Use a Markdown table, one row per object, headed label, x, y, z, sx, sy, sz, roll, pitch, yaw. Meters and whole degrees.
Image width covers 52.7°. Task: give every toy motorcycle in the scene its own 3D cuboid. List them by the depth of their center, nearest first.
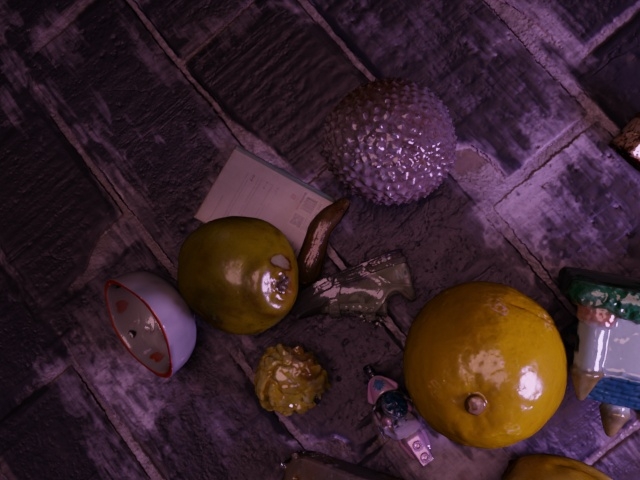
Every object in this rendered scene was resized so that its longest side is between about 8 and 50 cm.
| label | x | y | z | sx | sy | sz | roll | pitch | yaw |
| --- | --- | --- | --- | --- | --- | --- | --- | --- | --- |
| toy motorcycle | 0.164 | 0.375 | 1.372 | 0.239 | 0.204 | 0.108 | 42 | 84 | 8 |

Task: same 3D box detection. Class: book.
| label | x | y | z | sx | sy | sz | roll | pitch | yaw |
| --- | --- | --- | --- | --- | --- | --- | --- | --- | --- |
| book | -0.136 | -0.076 | 1.552 | 0.283 | 0.025 | 0.215 | 31 | 89 | 10 |

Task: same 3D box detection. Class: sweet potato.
| label | x | y | z | sx | sy | sz | roll | pitch | yaw |
| --- | --- | --- | --- | --- | --- | --- | --- | --- | --- |
| sweet potato | -0.002 | -0.003 | 1.498 | 0.062 | 0.081 | 0.233 | 24 | 88 | 28 |

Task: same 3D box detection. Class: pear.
| label | x | y | z | sx | sy | sz | roll | pitch | yaw |
| --- | --- | --- | --- | --- | --- | --- | --- | --- | --- |
| pear | -0.178 | 0.076 | 1.414 | 0.321 | 0.269 | 0.269 | 19 | 87 | 44 |

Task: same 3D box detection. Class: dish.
| label | x | y | z | sx | sy | sz | roll | pitch | yaw |
| --- | --- | --- | --- | --- | --- | --- | --- | --- | --- |
| dish | -0.372 | 0.176 | 1.477 | 0.117 | 0.256 | 0.256 | -34 | 77 | -38 |

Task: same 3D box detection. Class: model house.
| label | x | y | z | sx | sy | sz | roll | pitch | yaw |
| --- | --- | --- | --- | --- | --- | --- | --- | --- | --- |
| model house | 0.571 | 0.236 | 1.311 | 0.194 | 0.267 | 0.325 | 8 | 97 | 15 |

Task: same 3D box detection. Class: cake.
| label | x | y | z | sx | sy | sz | roll | pitch | yaw |
| --- | --- | --- | --- | --- | --- | --- | --- | --- | --- |
| cake | 0.755 | -0.178 | 1.420 | 0.246 | 0.135 | 0.112 | 36 | 104 | -18 |

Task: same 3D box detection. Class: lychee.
| label | x | y | z | sx | sy | sz | roll | pitch | yaw |
| --- | --- | --- | --- | --- | --- | --- | --- | --- | --- |
| lychee | 0.150 | -0.215 | 1.399 | 0.300 | 0.300 | 0.300 | -1 | 84 | 9 |

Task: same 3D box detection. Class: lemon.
| label | x | y | z | sx | sy | sz | roll | pitch | yaw |
| --- | --- | --- | --- | --- | --- | --- | --- | --- | --- |
| lemon | 0.325 | 0.247 | 1.297 | 0.348 | 0.348 | 0.348 | -1 | 84 | 9 |

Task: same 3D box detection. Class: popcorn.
| label | x | y | z | sx | sy | sz | roll | pitch | yaw |
| --- | --- | --- | --- | --- | --- | --- | --- | --- | --- |
| popcorn | -0.062 | 0.314 | 1.449 | 0.173 | 0.142 | 0.173 | 0 | 91 | -20 |

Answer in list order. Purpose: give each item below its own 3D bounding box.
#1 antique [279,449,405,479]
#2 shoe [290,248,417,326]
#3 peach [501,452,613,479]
| label | x | y | z | sx | sy | sz | roll | pitch | yaw |
| --- | --- | --- | --- | --- | --- | --- | --- | --- | --- |
| antique | 0.043 | 0.554 | 1.417 | 0.284 | 0.150 | 0.125 | 14 | 82 | 18 |
| shoe | 0.082 | 0.140 | 1.452 | 0.293 | 0.109 | 0.149 | -27 | 76 | 1 |
| peach | 0.482 | 0.583 | 1.263 | 0.315 | 0.314 | 0.281 | 40 | 107 | 12 |
